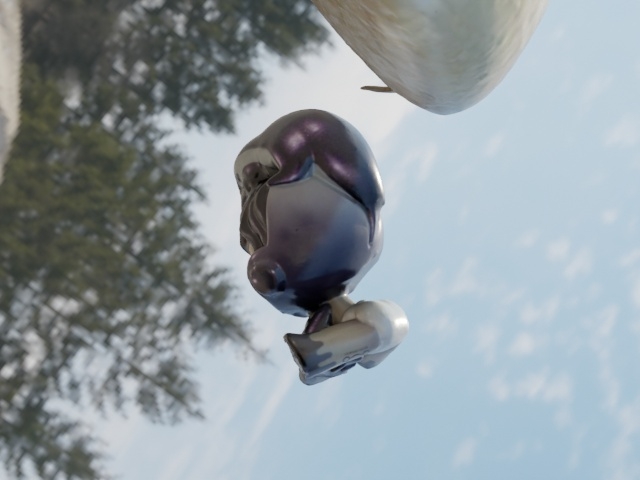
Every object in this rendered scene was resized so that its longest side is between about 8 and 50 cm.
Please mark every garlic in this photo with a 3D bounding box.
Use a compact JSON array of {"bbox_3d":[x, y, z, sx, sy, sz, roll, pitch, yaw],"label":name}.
[{"bbox_3d":[0.035,-0.152,0.627,0.164,0.245,0.145,-1,-128,36],"label":"garlic"}]

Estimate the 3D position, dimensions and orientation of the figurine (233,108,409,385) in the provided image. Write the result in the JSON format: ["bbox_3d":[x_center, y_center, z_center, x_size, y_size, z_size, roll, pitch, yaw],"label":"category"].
[{"bbox_3d":[0.000,0.000,1.114,0.145,0.222,0.145,-21,171,-4],"label":"figurine"}]
